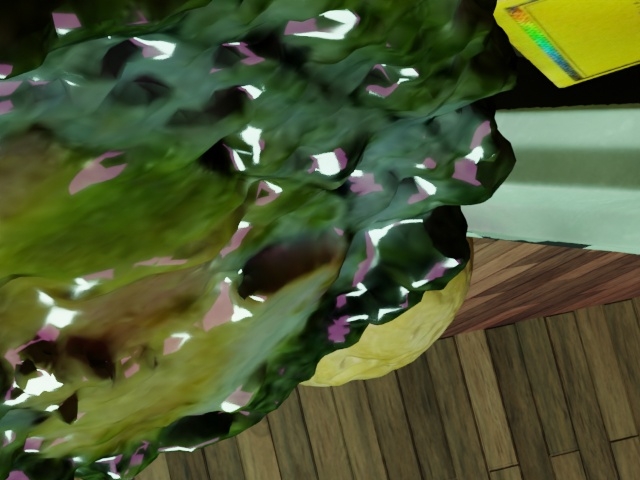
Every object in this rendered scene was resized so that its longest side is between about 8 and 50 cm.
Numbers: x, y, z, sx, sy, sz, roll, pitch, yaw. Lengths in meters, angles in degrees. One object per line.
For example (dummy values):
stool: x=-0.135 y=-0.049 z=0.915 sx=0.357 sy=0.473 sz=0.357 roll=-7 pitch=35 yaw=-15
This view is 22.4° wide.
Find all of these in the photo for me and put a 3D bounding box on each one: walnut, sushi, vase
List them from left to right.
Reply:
sushi: x=-0.098 y=-0.045 z=0.478 sx=0.294 sy=0.178 sz=0.352 roll=-37 pitch=160 yaw=20
walnut: x=0.000 y=0.000 z=1.027 sx=0.193 sy=0.193 sz=0.226 roll=-16 pitch=164 yaw=15
vase: x=0.079 y=-0.064 z=0.861 sx=0.360 sy=0.165 sz=0.165 roll=-3 pitch=167 yaw=-28

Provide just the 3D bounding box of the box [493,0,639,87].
box: x=0.215 y=-0.159 z=0.677 sx=0.301 sy=0.084 sz=0.193 roll=-17 pitch=171 yaw=17
